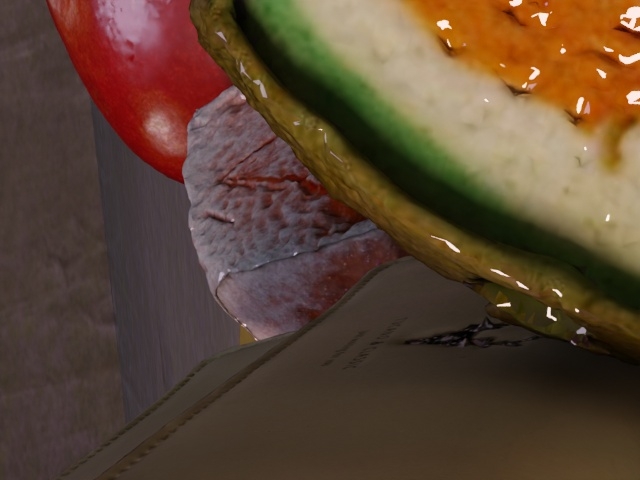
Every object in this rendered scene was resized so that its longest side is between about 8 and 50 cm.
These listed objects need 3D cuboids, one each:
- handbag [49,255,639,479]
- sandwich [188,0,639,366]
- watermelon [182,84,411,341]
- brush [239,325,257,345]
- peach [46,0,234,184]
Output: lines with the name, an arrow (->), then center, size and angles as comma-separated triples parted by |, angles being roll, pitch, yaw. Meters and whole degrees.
handbag -> 0.026, 0.105, 0.609 | 0.358, 0.237, 0.160 | -34, -72, -70
sandwich -> 0.111, -0.054, 0.533 | 0.109, 0.292, 0.212 | 77, -163, -80
watermelon -> 0.041, 0.014, 0.883 | 0.213, 0.201, 0.261 | -103, 8, -52
brush -> 0.000, 0.000, 1.250 | 0.047, 0.103, 0.233 | -119, 25, -51
peach -> -0.054, -0.139, 1.086 | 0.199, 0.243, 0.243 | -66, -20, -55
